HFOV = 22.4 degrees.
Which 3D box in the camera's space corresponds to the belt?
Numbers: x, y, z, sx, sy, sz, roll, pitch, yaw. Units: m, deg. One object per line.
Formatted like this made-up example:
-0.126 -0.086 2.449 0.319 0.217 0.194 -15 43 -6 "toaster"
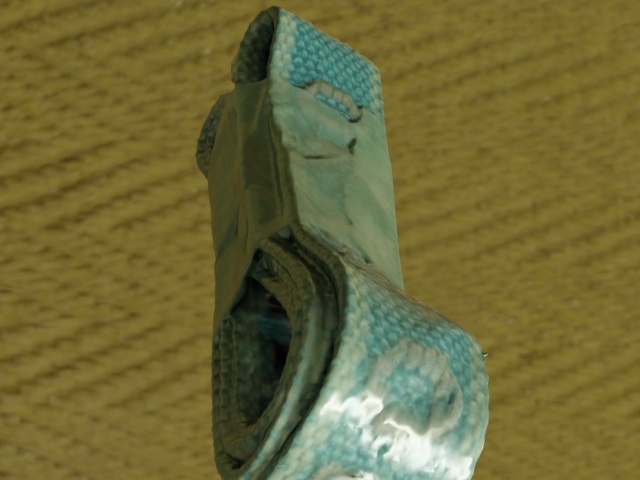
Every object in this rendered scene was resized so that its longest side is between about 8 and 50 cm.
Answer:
0.000 0.000 0.600 0.072 0.302 0.087 19 116 -16 "belt"
